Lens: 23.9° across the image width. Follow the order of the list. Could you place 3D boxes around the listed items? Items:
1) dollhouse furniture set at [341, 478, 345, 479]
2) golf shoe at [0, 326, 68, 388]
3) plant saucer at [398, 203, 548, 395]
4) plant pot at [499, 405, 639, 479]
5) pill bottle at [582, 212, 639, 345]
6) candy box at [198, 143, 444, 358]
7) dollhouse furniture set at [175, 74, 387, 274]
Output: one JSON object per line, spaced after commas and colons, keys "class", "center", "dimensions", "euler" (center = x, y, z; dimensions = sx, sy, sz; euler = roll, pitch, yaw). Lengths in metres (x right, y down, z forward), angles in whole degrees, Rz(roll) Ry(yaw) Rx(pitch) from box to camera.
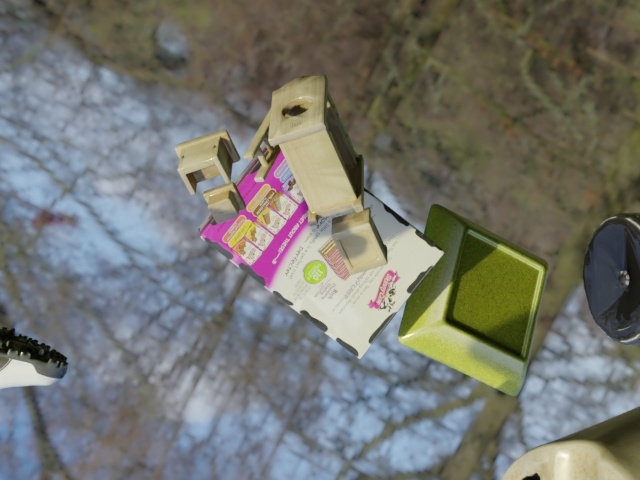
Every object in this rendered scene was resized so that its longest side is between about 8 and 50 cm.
{"class": "dollhouse furniture set", "center": [0.012, 0.360, 1.624], "dimensions": [0.129, 0.129, 0.184], "euler": [47, 165, 10]}
{"class": "golf shoe", "center": [-0.299, 0.113, 1.193], "dimensions": [0.198, 0.094, 0.077], "euler": [4, -176, -6]}
{"class": "plant saucer", "center": [0.200, 0.069, 1.838], "dimensions": [0.188, 0.188, 0.045], "euler": [26, 156, -25]}
{"class": "plant pot", "center": [0.323, 0.264, 1.305], "dimensions": [0.305, 0.334, 0.334], "euler": [-6, -155, -36]}
{"class": "pill bottle", "center": [0.369, 0.032, 1.423], "dimensions": [0.219, 0.123, 0.123], "euler": [-2, -162, -24]}
{"class": "candy box", "center": [0.000, 0.000, 1.716], "dimensions": [0.233, 0.159, 0.071], "euler": [39, -177, -10]}
{"class": "dollhouse furniture set", "center": [-0.037, -0.052, 1.536], "dimensions": [0.101, 0.160, 0.182], "euler": [-88, -23, -53]}
